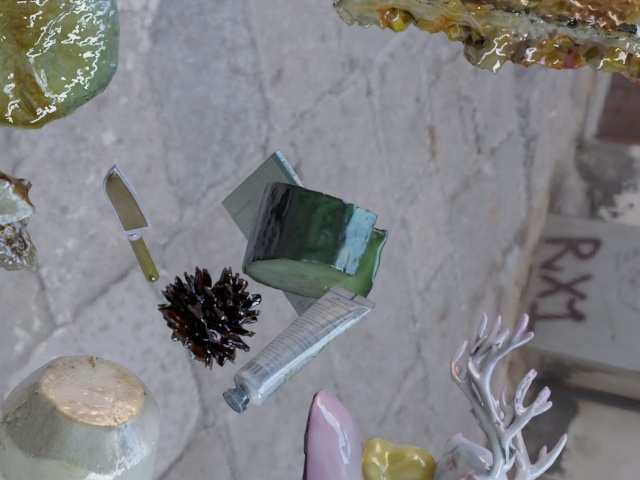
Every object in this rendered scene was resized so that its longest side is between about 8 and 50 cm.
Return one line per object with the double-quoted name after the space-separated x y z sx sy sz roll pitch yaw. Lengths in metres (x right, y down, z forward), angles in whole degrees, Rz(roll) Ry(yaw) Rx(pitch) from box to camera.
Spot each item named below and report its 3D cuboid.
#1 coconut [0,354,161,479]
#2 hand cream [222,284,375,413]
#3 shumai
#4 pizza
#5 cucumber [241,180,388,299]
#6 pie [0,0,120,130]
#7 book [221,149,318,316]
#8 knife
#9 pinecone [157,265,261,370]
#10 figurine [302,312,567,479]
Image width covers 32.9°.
-0.364 0.312 1.629 0.245 0.245 0.247 -32 146 -53 "coconut"
-0.025 0.116 1.170 0.194 0.067 0.042 -38 128 -28 "hand cream"
-0.427 -0.035 1.393 0.145 0.145 0.116 -22 141 -57 "shumai"
0.274 -0.255 1.110 0.440 0.406 0.130 -32 149 -11 "pizza"
-0.010 -0.003 1.430 0.191 0.191 0.130 34 65 -60 "cucumber"
-0.404 -0.275 1.414 0.071 0.306 0.306 -115 -167 -55 "pie"
-0.054 -0.003 1.989 0.025 0.215 0.283 -30 86 -41 "book"
-0.278 -0.024 1.631 0.256 0.046 0.022 76 7 -47 "knife"
-0.136 0.094 1.379 0.121 0.140 0.140 -43 147 1 "pinecone"
0.150 0.243 1.372 0.206 0.315 0.284 73 25 -55 "figurine"
